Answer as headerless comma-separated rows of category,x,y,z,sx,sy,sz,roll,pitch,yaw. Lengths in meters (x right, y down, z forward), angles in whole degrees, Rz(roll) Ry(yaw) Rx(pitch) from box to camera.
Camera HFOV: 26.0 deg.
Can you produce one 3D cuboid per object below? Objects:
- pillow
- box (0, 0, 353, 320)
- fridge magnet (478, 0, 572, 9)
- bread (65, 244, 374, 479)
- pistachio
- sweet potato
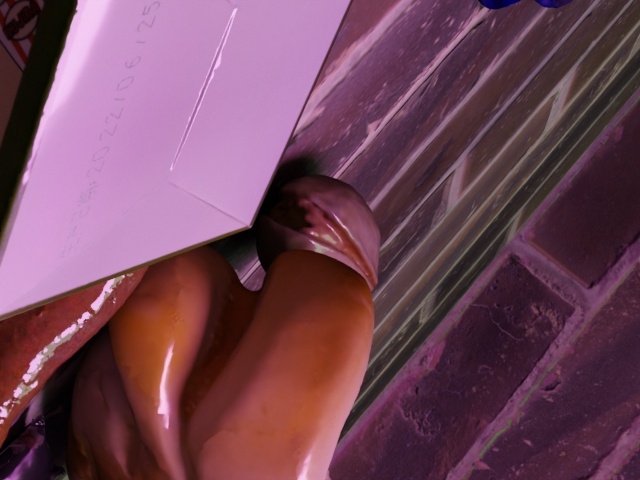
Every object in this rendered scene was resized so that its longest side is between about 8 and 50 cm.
pillow,-0.274,0.217,1.138,0.150,0.048,0.090,-42,168,-27
box,-0.098,-0.099,0.567,0.177,0.148,0.195,-22,146,-49
fridge magnet,0.239,-0.320,1.282,0.265,0.112,0.265,-46,166,-15
bread,-0.093,0.184,1.182,0.424,0.245,0.329,114,-21,-58
pistachio,0.000,0.000,1.328,0.124,0.124,0.185,-51,165,-2
sweet potato,-0.154,0.018,0.959,0.314,0.066,0.072,-52,175,-11
